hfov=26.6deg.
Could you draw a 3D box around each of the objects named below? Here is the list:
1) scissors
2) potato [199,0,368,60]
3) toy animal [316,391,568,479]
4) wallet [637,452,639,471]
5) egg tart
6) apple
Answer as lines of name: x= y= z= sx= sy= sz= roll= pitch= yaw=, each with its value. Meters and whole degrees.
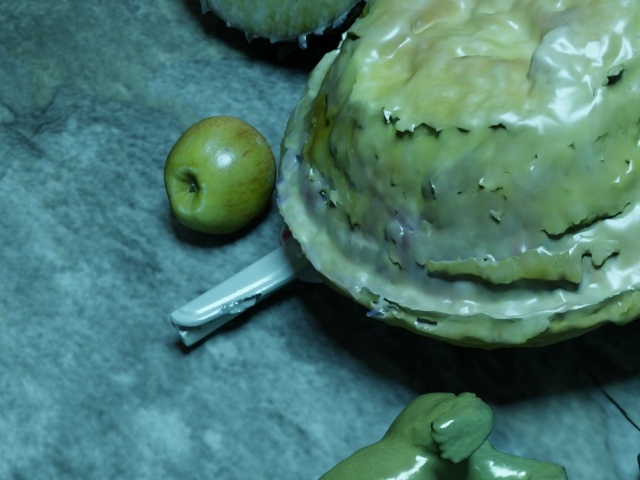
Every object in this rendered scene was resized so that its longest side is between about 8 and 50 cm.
scissors: x=0.000 y=0.000 z=0.947 sx=0.242 sy=0.030 sz=0.118 roll=-32 pitch=46 yaw=-18
potato: x=0.054 y=-0.308 z=1.098 sx=0.237 sy=0.301 sz=0.288 roll=-15 pitch=14 yaw=-41
toy animal: x=0.022 y=0.152 z=0.768 sx=0.218 sy=0.103 sz=0.101 roll=-34 pitch=29 yaw=-14
wallet: x=0.254 y=0.201 z=0.675 sx=0.146 sy=0.030 sz=0.285 roll=-8 pitch=40 yaw=6
egg tart: x=0.127 y=-0.096 z=0.852 sx=0.352 sy=0.150 sz=0.352 roll=-11 pitch=47 yaw=12
apple: x=-0.073 y=-0.046 z=0.974 sx=0.084 sy=0.084 sz=0.071 roll=15 pitch=29 yaw=26
